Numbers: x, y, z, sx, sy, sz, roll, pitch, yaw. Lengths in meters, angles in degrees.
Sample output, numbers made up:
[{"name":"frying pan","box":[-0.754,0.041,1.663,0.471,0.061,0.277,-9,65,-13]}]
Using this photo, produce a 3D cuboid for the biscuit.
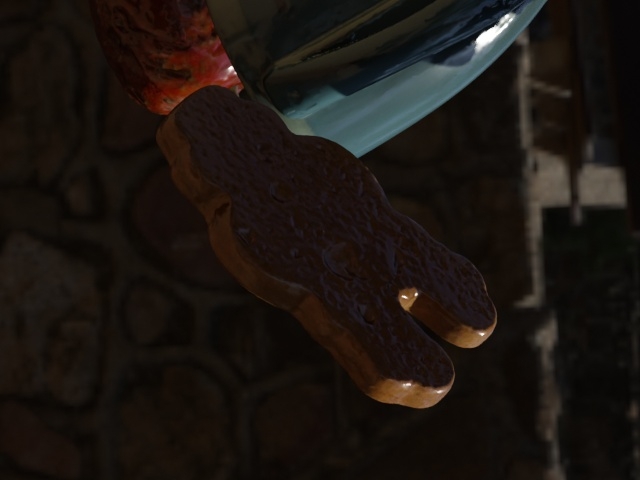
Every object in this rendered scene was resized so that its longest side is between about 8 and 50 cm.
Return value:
[{"name":"biscuit","box":[0.000,0.000,1.359,0.047,0.334,0.202,-46,-177,40]}]

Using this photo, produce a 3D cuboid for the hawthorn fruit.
[{"name":"hawthorn fruit","box":[-0.167,-0.284,1.984,0.258,0.258,0.262,58,38,-82]}]

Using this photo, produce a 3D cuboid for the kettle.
[{"name":"kettle","box":[0.085,-0.232,1.599,0.247,0.342,0.319,59,13,-21]}]
